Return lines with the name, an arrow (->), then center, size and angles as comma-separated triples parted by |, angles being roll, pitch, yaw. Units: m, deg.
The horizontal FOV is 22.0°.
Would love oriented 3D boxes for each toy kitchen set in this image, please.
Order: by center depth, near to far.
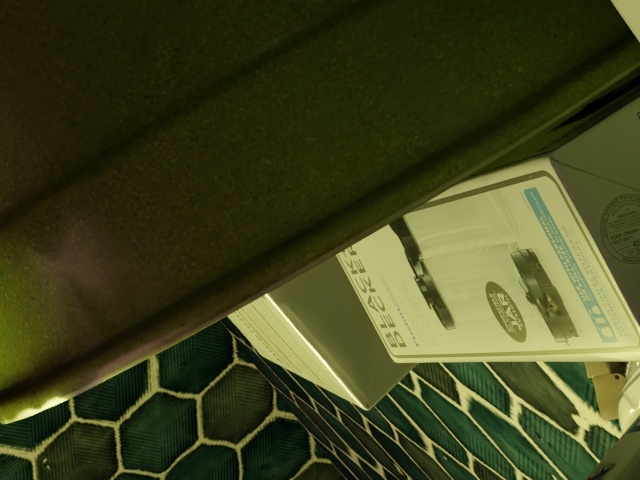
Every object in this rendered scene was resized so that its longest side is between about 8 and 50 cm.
toy kitchen set -> 0.235, 0.077, 1.162 | 0.068, 0.075, 0.083 | -4, -100, -56

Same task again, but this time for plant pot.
plant pot -> -0.074, -0.163, 0.745 | 0.353, 0.366, 0.366 | 60, 168, -4

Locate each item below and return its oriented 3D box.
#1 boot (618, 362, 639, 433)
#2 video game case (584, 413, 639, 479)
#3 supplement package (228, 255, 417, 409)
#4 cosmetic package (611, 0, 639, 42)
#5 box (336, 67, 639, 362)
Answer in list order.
boot -> 0.206, 0.039, 0.920 | 0.190, 0.069, 0.086 | 106, 158, -58
video game case -> 0.259, 0.182, 0.705 | 0.329, 0.300, 0.036 | 48, 155, -4
supplement package -> 0.000, 0.000, 1.373 | 0.175, 0.177, 0.293 | 50, 170, -16
cosmetic package -> 0.100, -0.192, 0.364 | 0.284, 0.097, 0.377 | 60, 172, 12
box -> 0.125, -0.022, 0.745 | 0.087, 0.169, 0.290 | 60, 164, -4
